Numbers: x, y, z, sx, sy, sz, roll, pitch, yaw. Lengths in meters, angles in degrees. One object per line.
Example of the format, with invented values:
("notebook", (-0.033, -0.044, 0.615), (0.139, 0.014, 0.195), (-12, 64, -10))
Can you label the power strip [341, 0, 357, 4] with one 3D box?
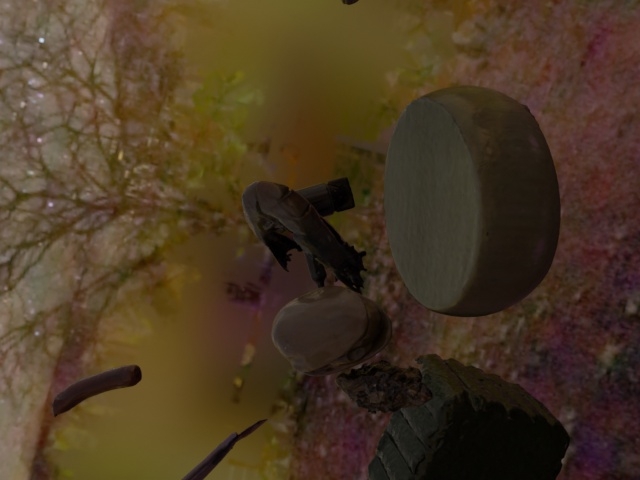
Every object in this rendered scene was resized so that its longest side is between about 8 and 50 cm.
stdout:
("power strip", (0.046, -0.585, 1.516), (0.092, 0.066, 0.387), (62, 179, 6))

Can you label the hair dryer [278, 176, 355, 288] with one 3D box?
("hair dryer", (0.000, 0.000, 1.666), (0.078, 0.195, 0.248), (114, 141, -84))

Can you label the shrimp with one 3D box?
("shrimp", (-0.042, 0.003, 1.354), (0.178, 0.289, 0.075), (-7, 53, 45))

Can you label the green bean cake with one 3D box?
("green bean cake", (0.277, 0.425, 1.495), (0.319, 0.335, 0.218), (-65, 18, 10))

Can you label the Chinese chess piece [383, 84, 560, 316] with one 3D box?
("Chinese chess piece", (0.156, -0.042, 0.821), (0.250, 0.101, 0.250), (174, 90, -73))

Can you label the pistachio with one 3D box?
("pistachio", (0.011, 0.143, 1.219), (0.215, 0.144, 0.144), (-17, 50, 37))

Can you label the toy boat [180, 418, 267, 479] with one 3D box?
("toy boat", (-0.187, 0.293, 0.813), (0.318, 0.072, 0.219), (-41, -9, -13))

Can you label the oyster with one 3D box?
("oyster", (0.097, 0.224, 1.194), (0.103, 0.148, 0.051), (-99, 0, -54))

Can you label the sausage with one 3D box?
("sausage", (-0.386, 0.254, 1.296), (0.040, 0.177, 0.047), (18, -128, -75))
